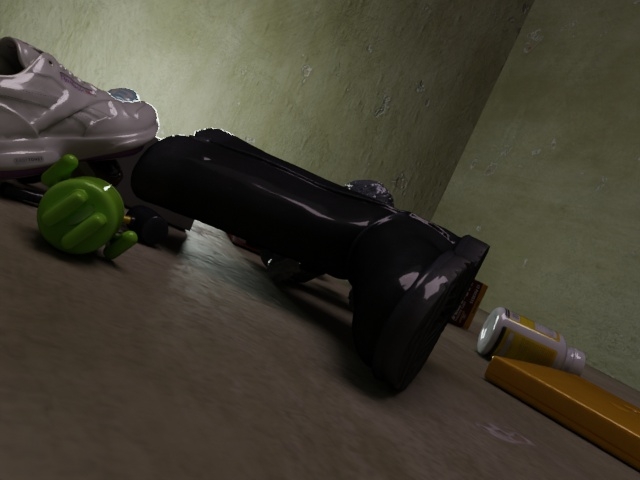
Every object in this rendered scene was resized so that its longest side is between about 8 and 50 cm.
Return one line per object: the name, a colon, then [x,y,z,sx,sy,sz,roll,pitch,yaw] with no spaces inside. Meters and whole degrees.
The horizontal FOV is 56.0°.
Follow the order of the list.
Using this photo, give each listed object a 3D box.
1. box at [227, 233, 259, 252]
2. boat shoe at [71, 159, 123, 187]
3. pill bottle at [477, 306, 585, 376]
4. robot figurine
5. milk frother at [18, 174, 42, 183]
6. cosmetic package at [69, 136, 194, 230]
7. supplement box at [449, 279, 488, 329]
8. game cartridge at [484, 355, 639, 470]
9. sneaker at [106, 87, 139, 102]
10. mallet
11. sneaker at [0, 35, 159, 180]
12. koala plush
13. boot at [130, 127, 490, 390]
box: [-0.117,-0.049,1.252,0.123,0.128,0.257,24,2,-17]
boat shoe: [-0.354,-0.130,0.862,0.068,0.072,0.190,3,46,-52]
pill bottle: [0.408,0.210,1.167,0.184,0.103,0.103,25,3,4]
robot figurine: [-0.218,-0.025,0.553,0.101,0.067,0.115,52,-4,-13]
milk frother: [-0.419,-0.135,0.813,0.135,0.129,0.143,-134,-159,-81]
cosmetic package: [-0.303,-0.119,0.994,0.238,0.127,0.107,22,2,-17]
supplement box: [0.292,0.119,1.591,0.194,0.129,0.191,23,3,-28]
game cartridge: [0.440,0.274,0.908,0.324,0.052,0.285,19,6,-44]
sneaker: [-0.421,-0.249,1.184,0.135,0.150,0.366,21,-8,-14]
mallet: [-0.264,-0.032,0.696,0.062,0.039,0.190,25,7,41]
sneaker: [-0.302,-0.164,0.719,0.114,0.152,0.305,-1,15,23]
koala plush: [0.000,0.000,0.983,0.221,0.203,0.196,-4,36,-16]
boot: [-0.043,-0.019,0.732,0.445,0.146,0.367,28,14,16]
